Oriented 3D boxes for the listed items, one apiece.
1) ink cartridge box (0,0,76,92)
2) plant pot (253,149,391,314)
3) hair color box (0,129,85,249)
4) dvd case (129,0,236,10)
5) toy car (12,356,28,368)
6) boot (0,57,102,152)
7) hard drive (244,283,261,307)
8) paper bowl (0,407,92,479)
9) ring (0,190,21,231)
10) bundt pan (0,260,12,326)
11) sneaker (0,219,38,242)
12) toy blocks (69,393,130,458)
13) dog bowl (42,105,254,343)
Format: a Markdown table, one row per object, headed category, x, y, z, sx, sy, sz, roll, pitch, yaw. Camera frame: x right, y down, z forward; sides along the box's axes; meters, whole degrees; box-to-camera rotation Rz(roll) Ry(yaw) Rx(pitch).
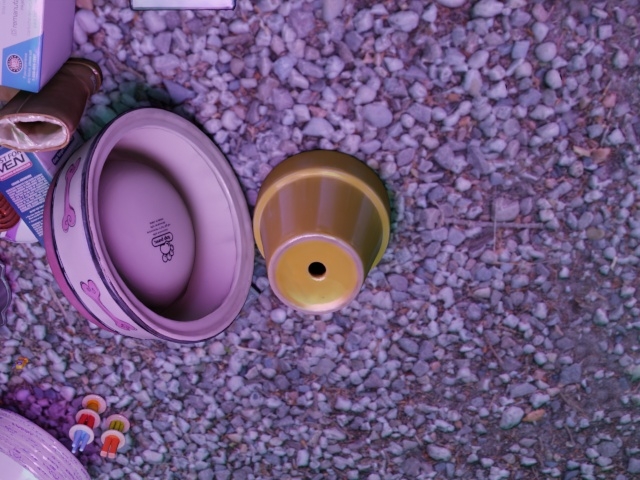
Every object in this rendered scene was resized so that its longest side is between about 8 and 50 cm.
| category | x | y | z | sx | sy | sz | roll | pitch | yaw |
| --- | --- | --- | --- | --- | --- | --- | --- | --- | --- |
| ink cartridge box | -0.554 | -0.386 | 1.650 | 0.270 | 0.197 | 0.198 | 11 | 119 | -2 |
| plant pot | 0.000 | 0.000 | 1.812 | 0.254 | 0.239 | 0.254 | 1 | 119 | 2 |
| hair color box | -0.446 | -0.063 | 1.842 | 0.105 | 0.174 | 0.347 | -23 | 115 | 17 |
| dvd case | -0.236 | -0.500 | 1.667 | 0.181 | 0.022 | 0.253 | 0 | 120 | 3 |
| toy car | -0.659 | 0.223 | 2.094 | 0.122 | 0.040 | 0.060 | 19 | 119 | -6 |
| boot | -0.496 | -0.232 | 1.693 | 0.236 | 0.269 | 0.089 | -4 | 119 | 6 |
| hard drive | -0.195 | 0.085 | 1.996 | 0.094 | 0.022 | 0.135 | -37 | 111 | 21 |
| paper bowl | -0.624 | 0.489 | 2.113 | 0.284 | 0.148 | 0.284 | 24 | 143 | 20 |
| ring | -0.613 | -0.158 | 1.704 | 0.032 | 0.336 | 0.336 | -29 | 114 | 11 |
| bundt pan | -0.775 | 0.107 | 1.966 | 0.331 | 0.124 | 0.330 | 3 | 114 | 6 |
| sneaker | -0.651 | -0.039 | 1.878 | 0.282 | 0.161 | 0.102 | 20 | 117 | -9 |
| toy blocks | -0.462 | 0.406 | 2.123 | 0.054 | 0.148 | 0.123 | -37 | 111 | 22 |
| dog bowl | -0.297 | -0.014 | 1.751 | 0.150 | 0.408 | 0.408 | -15 | 119 | 33 |
